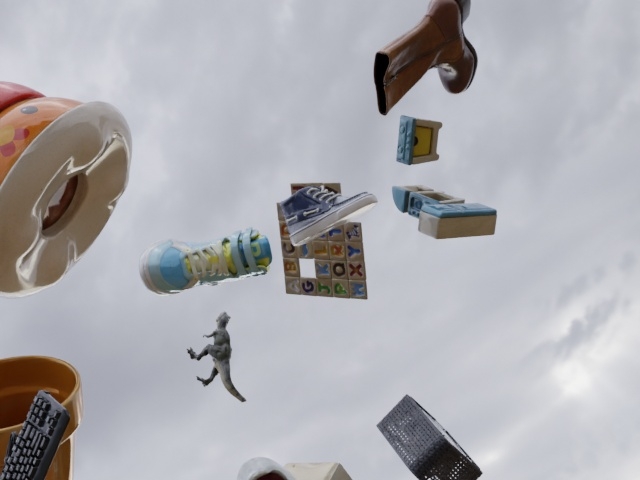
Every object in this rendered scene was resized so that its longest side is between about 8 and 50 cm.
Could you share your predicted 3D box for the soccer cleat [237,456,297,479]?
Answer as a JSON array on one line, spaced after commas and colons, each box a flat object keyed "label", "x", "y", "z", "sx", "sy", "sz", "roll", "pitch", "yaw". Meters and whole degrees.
[{"label": "soccer cleat", "x": -0.026, "y": 0.527, "z": 1.618, "sx": 0.116, "sy": 0.331, "sz": 0.143, "roll": -47, "pitch": 0, "yaw": -11}]

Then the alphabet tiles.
[{"label": "alphabet tiles", "x": 0.000, "y": 0.000, "z": 1.816, "sx": 0.009, "sy": 0.198, "sz": 0.237, "roll": -22, "pitch": -70, "yaw": -54}]

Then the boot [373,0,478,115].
[{"label": "boot", "x": 0.213, "y": -0.337, "z": 1.796, "sx": 0.280, "sy": 0.096, "sz": 0.264, "roll": -49, "pitch": -26, "yaw": -29}]

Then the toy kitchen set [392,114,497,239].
[{"label": "toy kitchen set", "x": 0.185, "y": -0.110, "z": 1.482, "sx": 0.122, "sy": 0.207, "sz": 0.166, "roll": -5, "pitch": -72, "yaw": -31}]

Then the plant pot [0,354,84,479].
[{"label": "plant pot", "x": -0.425, "y": 0.291, "z": 1.250, "sx": 0.205, "sy": 0.205, "sz": 0.188, "roll": -12, "pitch": -67, "yaw": -22}]

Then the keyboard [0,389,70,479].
[{"label": "keyboard", "x": -0.335, "y": 0.256, "z": 0.992, "sx": 0.023, "sy": 0.108, "sz": 0.180, "roll": 27, "pitch": -97, "yaw": -36}]

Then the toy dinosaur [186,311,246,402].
[{"label": "toy dinosaur", "x": -0.260, "y": 0.295, "z": 2.221, "sx": 0.118, "sy": 0.268, "sz": 0.064, "roll": -26, "pitch": -35, "yaw": 16}]

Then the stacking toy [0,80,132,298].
[{"label": "stacking toy", "x": -0.583, "y": -0.157, "z": 1.451, "sx": 0.351, "sy": 0.479, "sz": 0.351, "roll": -58, "pitch": -9, "yaw": -15}]

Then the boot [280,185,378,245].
[{"label": "boot", "x": 0.008, "y": -0.063, "z": 1.533, "sx": 0.190, "sy": 0.086, "sz": 0.069, "roll": -26, "pitch": -10, "yaw": 34}]

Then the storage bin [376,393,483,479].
[{"label": "storage bin", "x": 0.191, "y": 0.368, "z": 1.590, "sx": 0.084, "sy": 0.180, "sz": 0.122, "roll": -46, "pitch": -63, "yaw": -1}]

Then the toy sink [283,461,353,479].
[{"label": "toy sink", "x": 0.018, "y": 0.574, "z": 1.833, "sx": 0.152, "sy": 0.131, "sz": 0.234, "roll": -14, "pitch": -62, "yaw": 41}]

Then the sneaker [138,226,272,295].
[{"label": "sneaker", "x": -0.228, "y": 0.036, "z": 1.938, "sx": 0.208, "sy": 0.127, "sz": 0.319, "roll": -14, "pitch": -2, "yaw": 29}]
